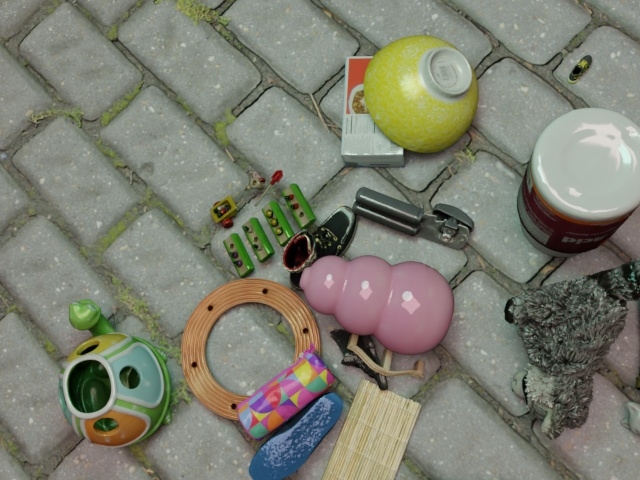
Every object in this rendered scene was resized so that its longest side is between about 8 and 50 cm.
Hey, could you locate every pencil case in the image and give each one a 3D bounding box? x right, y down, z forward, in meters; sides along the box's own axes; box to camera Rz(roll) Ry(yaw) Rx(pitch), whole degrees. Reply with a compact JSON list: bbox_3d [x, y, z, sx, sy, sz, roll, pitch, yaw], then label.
[{"bbox_3d":[-0.078,0.338,1.624,0.236,0.104,0.104,-40,73,-3],"label":"pencil case"}]

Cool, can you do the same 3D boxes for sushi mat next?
[{"bbox_3d":[0.101,0.483,1.630,0.151,0.019,0.316,20,79,12],"label":"sushi mat"}]

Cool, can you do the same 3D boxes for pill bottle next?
[{"bbox_3d":[0.531,-0.098,1.521,0.224,0.392,0.224,-2,76,9],"label":"pill bottle"}]

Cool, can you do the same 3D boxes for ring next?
[{"bbox_3d":[-0.164,0.255,1.726,0.337,0.032,0.336,-2,74,9],"label":"ring"}]

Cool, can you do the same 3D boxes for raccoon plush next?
[{"bbox_3d":[0.545,0.221,1.451,0.216,0.446,0.299,-5,73,-27],"label":"raccoon plush"}]

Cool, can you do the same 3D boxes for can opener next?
[{"bbox_3d":[0.220,-0.063,1.728,0.284,0.076,0.095,22,47,8],"label":"can opener"}]

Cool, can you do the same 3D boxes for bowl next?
[{"bbox_3d":[0.262,-0.363,1.695,0.290,0.156,0.289,5,75,-21],"label":"bowl"}]

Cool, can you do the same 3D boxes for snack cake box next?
[{"bbox_3d":[0.134,-0.317,1.799,0.152,0.089,0.264,1,76,10],"label":"snack cake box"}]

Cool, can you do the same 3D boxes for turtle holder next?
[{"bbox_3d":[-0.470,0.303,1.657,0.243,0.227,0.320,5,76,11],"label":"turtle holder"}]

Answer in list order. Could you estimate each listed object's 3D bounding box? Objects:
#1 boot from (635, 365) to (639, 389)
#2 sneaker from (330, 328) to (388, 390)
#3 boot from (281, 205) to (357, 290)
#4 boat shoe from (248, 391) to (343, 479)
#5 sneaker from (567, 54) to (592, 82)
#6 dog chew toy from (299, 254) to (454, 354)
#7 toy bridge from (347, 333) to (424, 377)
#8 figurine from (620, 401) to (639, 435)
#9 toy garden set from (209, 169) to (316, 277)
[{"bbox_3d":[0.801,0.202,1.561,0.236,0.089,0.269,10,76,11],"label":"boot"},{"bbox_3d":[0.088,0.273,1.670,0.089,0.051,0.170,-19,64,-1],"label":"sneaker"},{"bbox_3d":[0.001,0.002,1.688,0.085,0.178,0.236,35,82,15],"label":"boot"},{"bbox_3d":[-0.046,0.446,1.631,0.258,0.089,0.109,-36,86,-7],"label":"boat shoe"},{"bbox_3d":[0.634,-0.419,1.776,0.031,0.035,0.083,36,83,15],"label":"sneaker"},{"bbox_3d":[0.117,0.126,1.599,0.332,0.206,0.206,16,78,-4],"label":"dog chew toy"},{"bbox_3d":[0.147,0.268,1.629,0.188,0.026,0.063,24,50,-9],"label":"toy bridge"},{"bbox_3d":[0.737,0.351,1.484,0.209,0.214,0.092,21,40,19],"label":"figurine"},{"bbox_3d":[-0.154,-0.061,1.751,0.244,0.049,0.203,-39,64,21],"label":"toy garden set"}]
